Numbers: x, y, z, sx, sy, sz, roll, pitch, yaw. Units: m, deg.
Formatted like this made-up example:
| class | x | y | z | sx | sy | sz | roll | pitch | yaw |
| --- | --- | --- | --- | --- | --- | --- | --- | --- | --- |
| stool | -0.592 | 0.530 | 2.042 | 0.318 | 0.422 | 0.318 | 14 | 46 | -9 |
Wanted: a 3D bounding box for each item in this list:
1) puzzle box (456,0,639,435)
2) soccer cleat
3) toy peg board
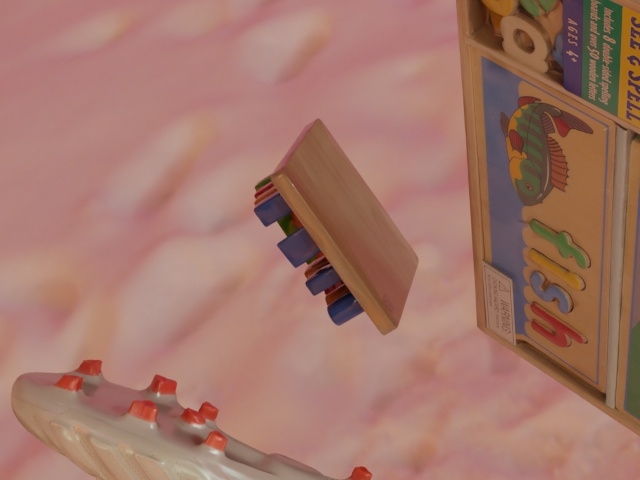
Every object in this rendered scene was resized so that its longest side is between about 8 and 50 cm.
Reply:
| class | x | y | z | sx | sy | sz | roll | pitch | yaw |
| --- | --- | --- | --- | --- | --- | --- | --- | --- | --- |
| puzzle box | 0.211 | -0.010 | 0.901 | 0.272 | 0.409 | 0.052 | 33 | 62 | 33 |
| soccer cleat | -0.043 | 0.112 | 0.566 | 0.196 | 0.076 | 0.068 | 23 | 7 | 1 |
| toy peg board | 0.000 | 0.000 | 1.180 | 0.079 | 0.161 | 0.161 | -32 | 11 | 20 |
